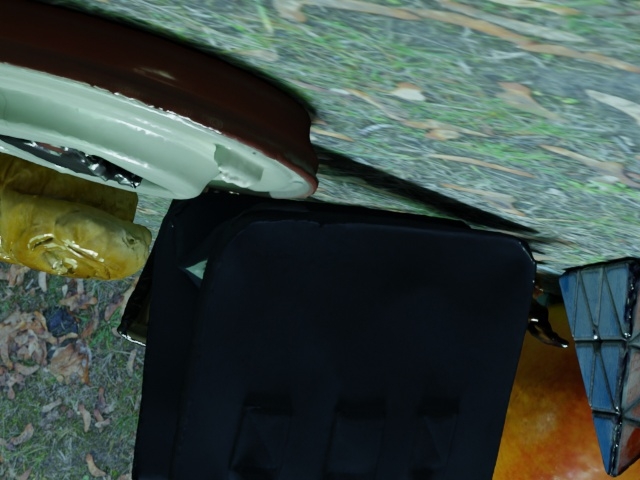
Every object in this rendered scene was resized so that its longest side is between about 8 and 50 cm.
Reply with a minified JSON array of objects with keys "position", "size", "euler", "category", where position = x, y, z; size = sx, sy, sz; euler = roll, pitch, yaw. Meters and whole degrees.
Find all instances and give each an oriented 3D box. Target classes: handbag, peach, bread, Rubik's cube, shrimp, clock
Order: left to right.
[{"position":[-0.296,-0.028,1.747],"size":[0.236,0.120,0.198],"euler":[14,173,15],"category":"bread"},{"position":[-0.154,-0.081,1.078],"size":[0.318,0.080,0.318],"euler":[14,174,1],"category":"clock"},{"position":[0.008,0.105,1.284],"size":[0.325,0.269,0.118],"euler":[7,-174,-36],"category":"handbag"},{"position":[0.175,0.036,1.450],"size":[0.117,0.066,0.262],"euler":[-2,-164,-25],"category":"shrimp"},{"position":[0.281,0.193,1.636],"size":[0.289,0.289,0.308],"euler":[13,180,16],"category":"peach"},{"position":[0.253,0.092,1.459],"size":[0.211,0.190,0.178],"euler":[25,-173,-36],"category":"Rubik's cube"}]

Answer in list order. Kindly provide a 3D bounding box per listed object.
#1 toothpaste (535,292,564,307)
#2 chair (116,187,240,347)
[{"position":[0.199,0.083,1.874],"size":[0.065,0.050,0.266],"euler":[17,174,-28],"category":"toothpaste"},{"position":[-0.078,0.038,1.454],"size":[0.166,0.188,0.272],"euler":[28,171,-31],"category":"chair"}]
